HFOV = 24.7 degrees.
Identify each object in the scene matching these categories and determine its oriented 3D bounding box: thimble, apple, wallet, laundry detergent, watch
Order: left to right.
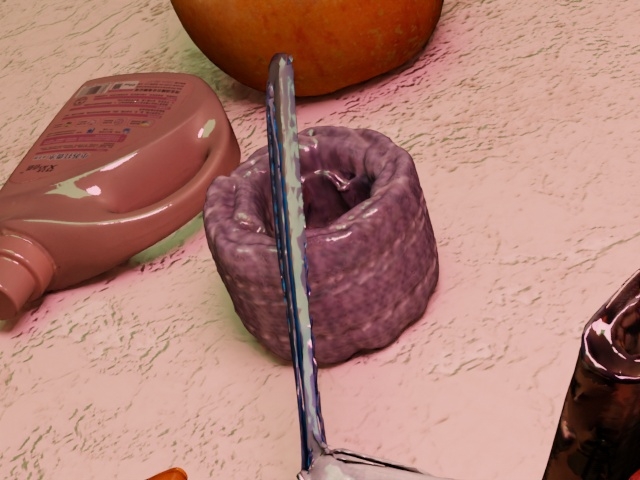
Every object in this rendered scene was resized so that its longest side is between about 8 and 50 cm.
[{"bbox_3d":[-0.156,-0.035,1.093,0.171,0.076,0.237,0,39,26],"label":"laundry detergent"},{"bbox_3d":[-0.011,-0.223,1.194,0.236,0.207,0.237,-9,55,13],"label":"apple"},{"bbox_3d":[0.001,0.001,0.948,0.150,0.098,0.150,-13,35,9],"label":"thimble"},{"bbox_3d":[0.047,0.035,0.801,0.276,0.068,0.275,15,63,17],"label":"watch"},{"bbox_3d":[0.141,0.080,0.596,0.169,0.317,0.044,-38,62,-22],"label":"wallet"}]

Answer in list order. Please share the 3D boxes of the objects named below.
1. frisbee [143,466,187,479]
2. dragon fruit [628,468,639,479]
[{"bbox_3d":[-0.141,0.180,0.732,0.192,0.035,0.192,-46,1,1],"label":"frisbee"},{"bbox_3d":[0.206,0.181,0.437,0.295,0.302,0.296,-19,37,15],"label":"dragon fruit"}]
